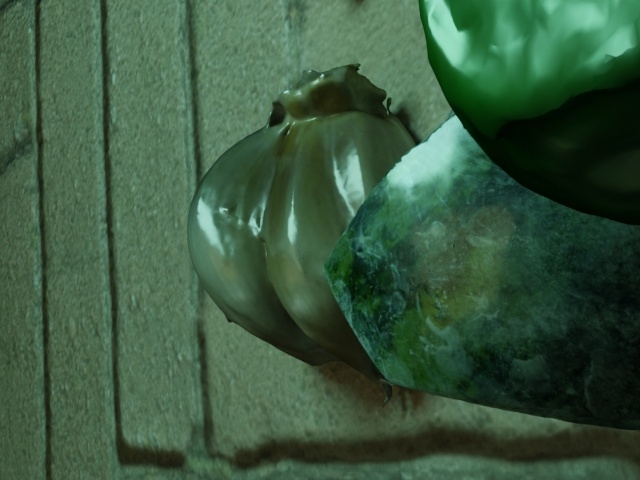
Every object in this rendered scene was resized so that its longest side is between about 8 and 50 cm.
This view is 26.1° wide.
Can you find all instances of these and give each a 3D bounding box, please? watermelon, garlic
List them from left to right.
[{"bbox_3d":[0.000,0.000,1.235,0.237,0.210,0.292,-1,82,25],"label":"garlic"},{"bbox_3d":[0.196,0.015,0.920,0.289,0.214,0.320,42,86,14],"label":"watermelon"}]

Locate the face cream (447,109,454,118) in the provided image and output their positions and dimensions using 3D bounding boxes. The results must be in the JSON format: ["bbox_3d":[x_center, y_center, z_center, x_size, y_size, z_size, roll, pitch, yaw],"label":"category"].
[{"bbox_3d":[0.118,-0.054,1.043,0.229,0.075,0.075,111,147,-52],"label":"face cream"}]

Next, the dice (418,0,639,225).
[{"bbox_3d":[0.235,-0.174,0.677,0.300,0.297,0.287,-25,65,56],"label":"dice"}]
